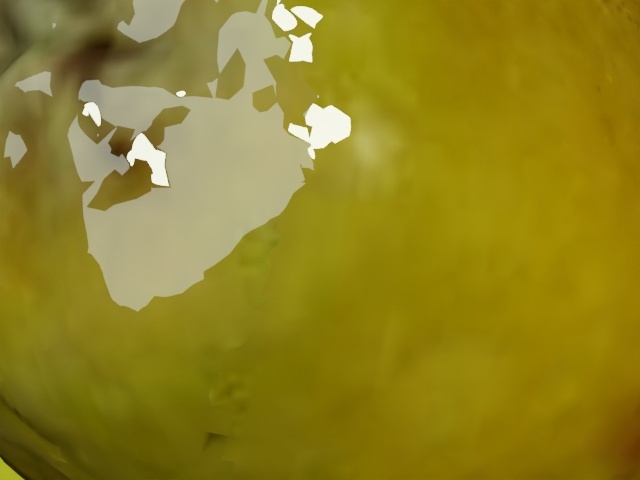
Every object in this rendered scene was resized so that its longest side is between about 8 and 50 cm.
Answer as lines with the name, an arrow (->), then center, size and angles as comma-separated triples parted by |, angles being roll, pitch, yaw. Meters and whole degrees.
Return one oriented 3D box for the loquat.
loquat -> 0.000, 0.000, 0.558 | 0.276, 0.284, 0.276 | -15, 63, 31
